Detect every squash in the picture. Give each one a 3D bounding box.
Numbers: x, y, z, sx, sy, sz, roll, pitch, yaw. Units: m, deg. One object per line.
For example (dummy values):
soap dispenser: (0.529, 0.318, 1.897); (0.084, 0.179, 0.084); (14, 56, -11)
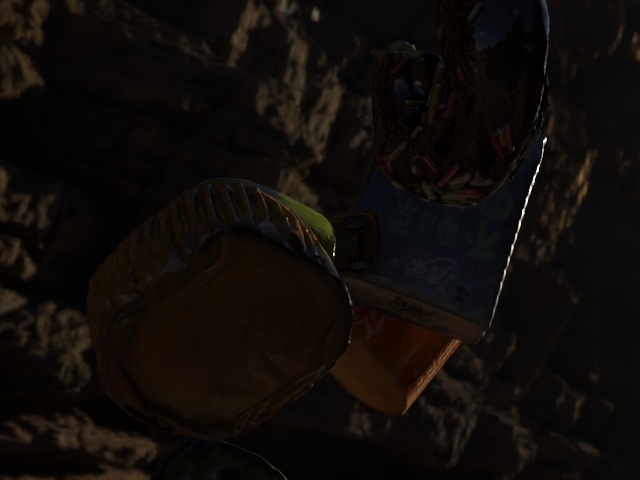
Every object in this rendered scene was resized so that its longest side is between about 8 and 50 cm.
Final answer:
squash: (-0.084, -0.013, 1.152); (0.123, 0.123, 0.186); (4, -19, 47)

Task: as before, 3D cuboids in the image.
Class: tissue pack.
tissue pack: (0.204, -0.049, 1.761); (0.288, 0.394, 0.124); (19, -24, 5)

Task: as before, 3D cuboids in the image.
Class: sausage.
sausage: (0.150, 0.146, 1.878); (0.233, 0.287, 0.233); (33, -29, 21)

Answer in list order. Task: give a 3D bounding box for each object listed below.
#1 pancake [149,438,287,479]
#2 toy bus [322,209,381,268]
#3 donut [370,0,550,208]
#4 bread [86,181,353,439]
pancake: (-0.175, 0.477, 1.710); (0.294, 0.294, 0.049); (19, -27, -26)
toy bus: (0.000, 0.000, 1.622); (0.194, 0.083, 0.088); (-5, 20, 10)
donut: (0.163, -0.172, 1.284); (0.136, 0.259, 0.345); (6, -9, -17)
bread: (-0.081, 0.052, 0.779); (0.199, 0.199, 0.104); (19, 23, -28)
